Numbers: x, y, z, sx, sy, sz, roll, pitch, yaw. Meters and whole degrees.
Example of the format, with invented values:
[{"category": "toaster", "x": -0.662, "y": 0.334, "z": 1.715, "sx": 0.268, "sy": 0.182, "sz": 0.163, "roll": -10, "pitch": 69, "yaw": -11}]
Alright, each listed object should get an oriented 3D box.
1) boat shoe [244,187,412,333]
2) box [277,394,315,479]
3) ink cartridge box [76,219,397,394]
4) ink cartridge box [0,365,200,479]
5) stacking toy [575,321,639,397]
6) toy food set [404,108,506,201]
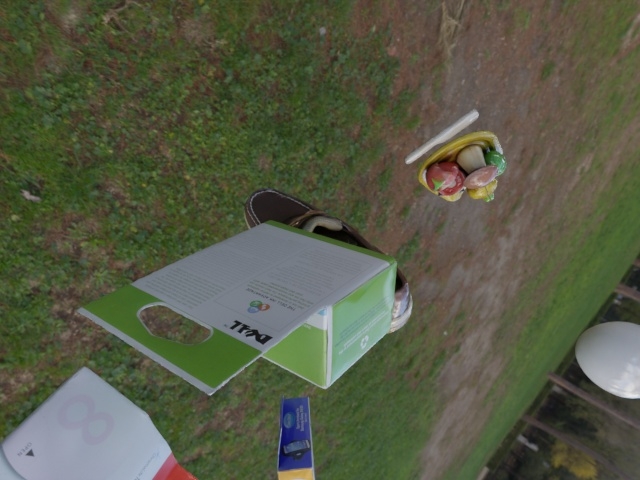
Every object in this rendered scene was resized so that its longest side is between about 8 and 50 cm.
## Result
[{"category": "boat shoe", "x": 0.000, "y": 0.000, "z": 0.702, "sx": 0.123, "sy": 0.342, "sz": 0.123, "roll": -39, "pitch": 150, "yaw": -18}, {"category": "box", "x": -0.016, "y": 0.190, "z": 0.351, "sx": 0.028, "sy": 0.081, "sz": 0.136, "roll": -2, "pitch": 106, "yaw": -3}, {"category": "ink cartridge box", "x": -0.068, "y": 0.077, "z": 0.459, "sx": 0.255, "sy": 0.189, "sz": 0.097, "roll": -29, "pitch": 127, "yaw": -46}, {"category": "ink cartridge box", "x": -0.220, "y": 0.271, "z": 0.450, "sx": 0.066, "sy": 0.232, "sz": 0.189, "roll": -50, "pitch": -177, "yaw": 39}, {"category": "stacking toy", "x": 0.608, "y": 0.224, "z": 0.608, "sx": 0.351, "sy": 0.480, "sz": 0.350, "roll": -28, "pitch": 127, "yaw": -46}, {"category": "toy food set", "x": 0.219, "y": -0.096, "z": 0.682, "sx": 0.128, "sy": 0.071, "sz": 0.218, "roll": -31, "pitch": 157, "yaw": 23}]
